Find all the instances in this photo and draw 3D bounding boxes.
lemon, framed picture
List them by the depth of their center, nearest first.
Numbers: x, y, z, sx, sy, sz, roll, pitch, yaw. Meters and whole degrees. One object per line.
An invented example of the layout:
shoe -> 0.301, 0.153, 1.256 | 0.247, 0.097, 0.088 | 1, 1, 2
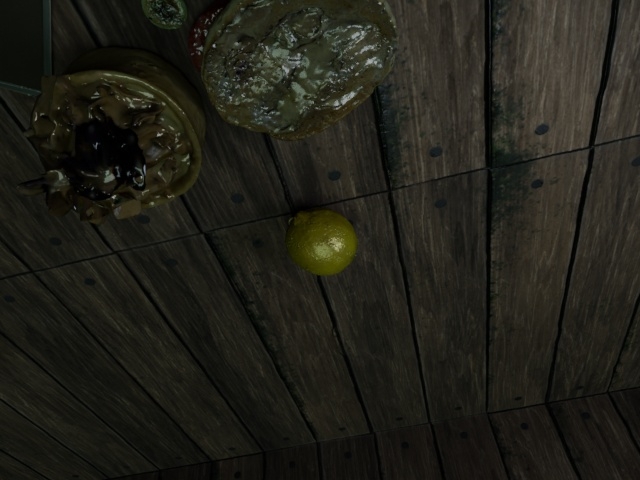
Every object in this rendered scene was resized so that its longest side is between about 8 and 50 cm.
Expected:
framed picture -> -0.603, -0.398, 0.933 | 0.197, 0.014, 0.252 | 12, 131, -16
lemon -> 0.000, 0.000, 1.267 | 0.174, 0.173, 0.206 | -33, 120, 23

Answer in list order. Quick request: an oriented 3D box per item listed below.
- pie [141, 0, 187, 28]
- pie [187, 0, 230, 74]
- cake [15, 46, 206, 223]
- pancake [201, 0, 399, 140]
pie -> -0.288, -0.429, 0.929 | 0.084, 0.021, 0.084 | -3, 133, -3
pie -> -0.165, -0.375, 0.975 | 0.183, 0.049, 0.182 | -2, 134, -2
cake -> -0.393, -0.168, 0.966 | 0.333, 0.320, 0.332 | -1, 133, -1
pancake -> -0.037, -0.337, 0.948 | 0.388, 0.082, 0.386 | -10, 150, -6
